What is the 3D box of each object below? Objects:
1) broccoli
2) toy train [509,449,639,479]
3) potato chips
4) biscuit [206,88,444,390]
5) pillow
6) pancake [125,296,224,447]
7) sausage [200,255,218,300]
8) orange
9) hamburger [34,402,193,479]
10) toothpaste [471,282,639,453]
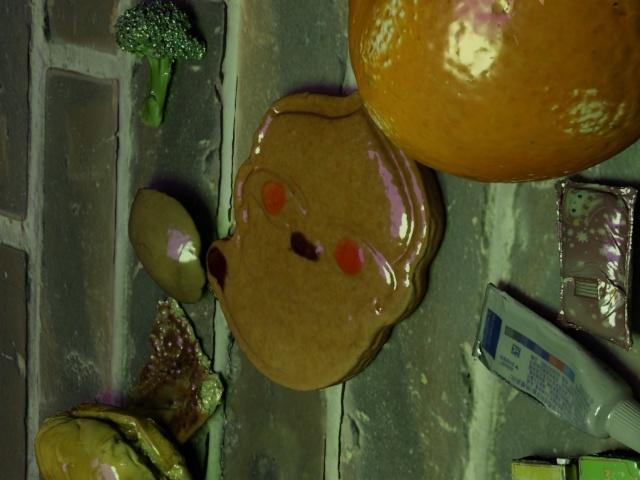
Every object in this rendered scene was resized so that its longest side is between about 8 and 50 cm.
[{"bbox_3d":[-0.249,-0.263,1.859,0.118,0.122,0.204,49,142,46],"label":"broccoli"},{"bbox_3d":[0.305,0.280,1.419,0.202,0.060,0.081,-6,85,45],"label":"toy train"},{"bbox_3d":[-0.246,0.009,1.871,0.208,0.062,0.195,56,151,20],"label":"potato chips"},{"bbox_3d":[-0.001,0.000,1.671,0.350,0.078,0.455,39,121,29],"label":"biscuit"},{"bbox_3d":[0.312,0.024,1.383,0.118,0.043,0.185,12,102,51],"label":"pillow"},{"bbox_3d":[-0.252,0.212,1.948,0.266,0.057,0.244,-6,91,45],"label":"pancake"},{"bbox_3d":[-0.195,0.023,1.886,0.198,0.025,0.028,52,122,24],"label":"sausage"},{"bbox_3d":[0.208,-0.255,1.223,0.424,0.326,0.423,-169,90,-76],"label":"orange"},{"bbox_3d":[-0.322,0.401,1.945,0.319,0.158,0.318,27,134,32],"label":"hamburger"},{"bbox_3d":[0.282,0.161,1.424,0.282,0.068,0.099,36,100,43],"label":"toothpaste"}]
